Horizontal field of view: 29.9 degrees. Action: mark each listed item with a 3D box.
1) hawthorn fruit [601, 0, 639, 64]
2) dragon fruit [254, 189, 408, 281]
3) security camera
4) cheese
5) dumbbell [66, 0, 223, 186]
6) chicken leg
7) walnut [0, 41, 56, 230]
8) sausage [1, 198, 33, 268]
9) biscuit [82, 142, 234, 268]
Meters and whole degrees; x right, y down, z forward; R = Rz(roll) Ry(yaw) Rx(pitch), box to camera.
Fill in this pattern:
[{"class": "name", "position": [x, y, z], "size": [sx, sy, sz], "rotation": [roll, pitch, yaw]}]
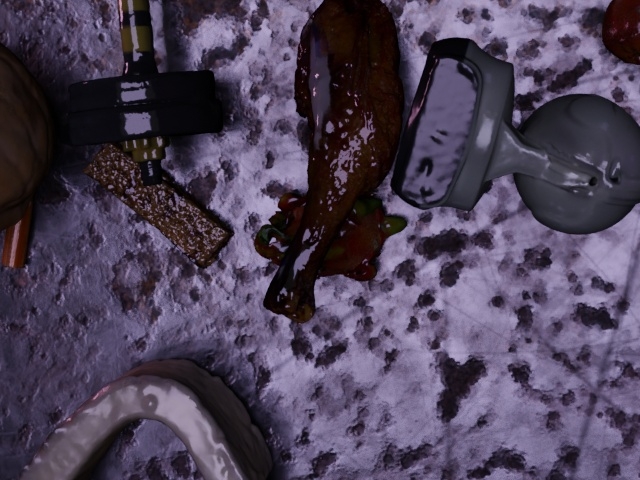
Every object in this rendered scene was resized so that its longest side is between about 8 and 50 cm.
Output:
[{"class": "hawthorn fruit", "position": [0.361, -0.246, 1.354], "size": [0.093, 0.093, 0.093], "rotation": [1, 96, 9]}, {"class": "dragon fruit", "position": [0.000, 0.000, 1.428], "size": [0.142, 0.175, 0.138], "rotation": [-40, 77, 41]}, {"class": "security camera", "position": [0.233, -0.103, 1.331], "size": [0.277, 0.191, 0.197], "rotation": [16, 103, 5]}, {"class": "cheese", "position": [-0.204, 0.319, 1.465], "size": [0.292, 0.153, 0.332], "rotation": [32, 101, 5]}, {"class": "dumbbell", "position": [-0.215, -0.257, 1.392], "size": [0.185, 0.185, 0.388], "rotation": [-4, 96, 10]}, {"class": "chicken leg", "position": [0.012, -0.110, 1.326], "size": [0.158, 0.096, 0.407], "rotation": [-8, 68, 48]}, {"class": "walnut", "position": [-0.451, -0.120, 1.404], "size": [0.296, 0.285, 0.285], "rotation": [-35, 89, 33]}, {"class": "sausage", "position": [-0.384, -0.020, 1.520], "size": [0.031, 0.031, 0.107], "rotation": [10, 98, 8]}, {"class": "biscuit", "position": [-0.199, -0.048, 1.485], "size": [0.199, 0.034, 0.064], "rotation": [39, 101, 3]}]
